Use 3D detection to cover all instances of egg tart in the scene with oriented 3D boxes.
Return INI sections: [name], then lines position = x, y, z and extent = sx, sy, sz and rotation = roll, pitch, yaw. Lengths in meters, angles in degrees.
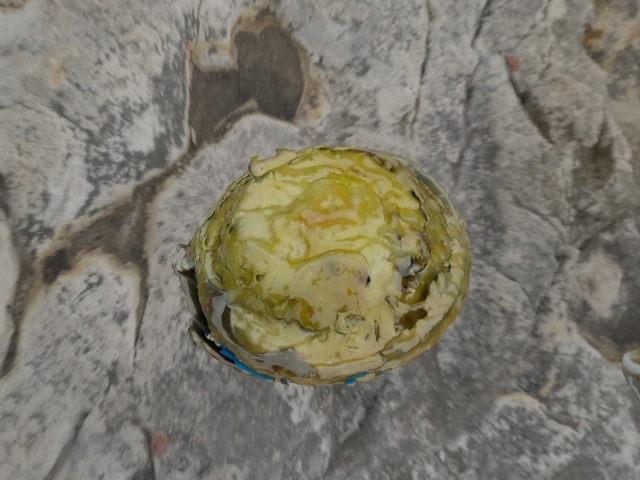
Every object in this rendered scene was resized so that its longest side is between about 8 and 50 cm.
[egg tart]
position = 0.000, 0.000, 0.832
extent = 0.290, 0.107, 0.291
rotation = -1, 51, 1

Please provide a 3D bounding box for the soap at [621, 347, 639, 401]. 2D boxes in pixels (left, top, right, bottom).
[soap]
position = 0.436, 0.188, 0.794
extent = 0.281, 0.259, 0.143
rotation = 49, 68, -26
